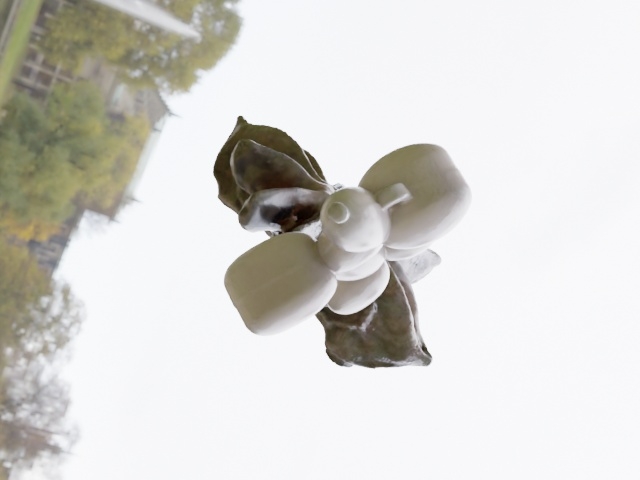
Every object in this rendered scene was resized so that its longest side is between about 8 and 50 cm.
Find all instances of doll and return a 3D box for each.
[{"bbox_3d":[0.024,0.000,0.579,0.160,0.161,0.059,-36,-106,29],"label":"doll"}]

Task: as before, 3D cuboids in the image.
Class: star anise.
[{"bbox_3d":[0.004,0.004,0.830,0.110,0.257,0.198,-45,-170,22],"label":"star anise"}]
